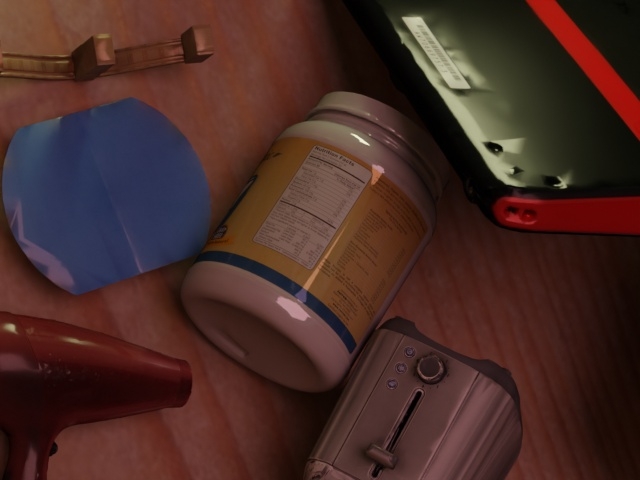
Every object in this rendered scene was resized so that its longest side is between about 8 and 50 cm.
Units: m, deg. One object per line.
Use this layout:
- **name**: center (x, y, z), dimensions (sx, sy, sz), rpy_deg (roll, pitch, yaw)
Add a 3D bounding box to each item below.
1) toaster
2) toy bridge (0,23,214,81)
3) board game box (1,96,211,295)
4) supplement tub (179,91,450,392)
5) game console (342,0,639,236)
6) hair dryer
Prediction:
- **toaster**: center (0.069, 0.170, 1.431), dimensions (0.129, 0.227, 0.146), rpy_deg (27, 71, 16)
- **toy bridge**: center (-0.173, -0.139, 1.430), dimensions (0.188, 0.063, 0.026), rpy_deg (-7, 84, -25)
- **board game box**: center (-0.167, -0.032, 1.433), dimensions (0.168, 0.033, 0.133), rpy_deg (-20, 84, -32)
- **supplement tub**: center (0.000, 0.000, 1.444), dimensions (0.144, 0.144, 0.200), rpy_deg (39, 66, -15)
- **game console**: center (0.209, -0.125, 1.487), dimensions (0.342, 0.060, 0.386), rpy_deg (-2, 37, -23)
- **hair dryer**: center (-0.219, 0.160, 1.366), dimensions (0.293, 0.080, 0.224), rpy_deg (-35, 113, -21)
